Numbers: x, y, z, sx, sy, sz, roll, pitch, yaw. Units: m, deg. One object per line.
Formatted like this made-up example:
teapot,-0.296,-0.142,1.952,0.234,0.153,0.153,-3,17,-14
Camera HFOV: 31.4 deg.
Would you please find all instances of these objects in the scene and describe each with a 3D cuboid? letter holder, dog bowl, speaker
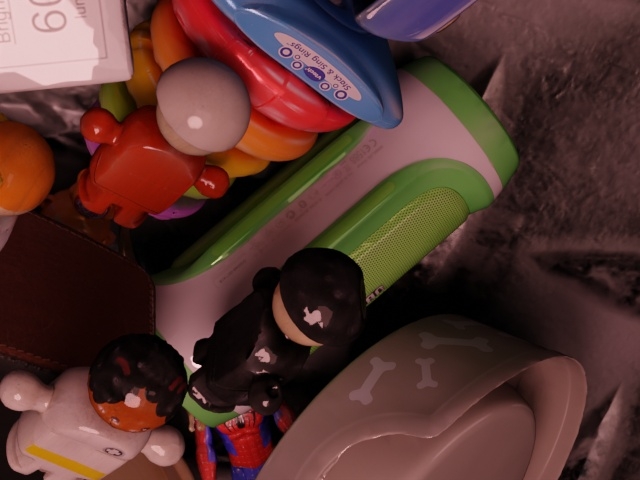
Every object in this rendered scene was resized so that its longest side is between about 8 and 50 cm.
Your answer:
letter holder,-0.273,0.019,0.738,0.302,0.214,0.152,24,127,-27
dog bowl,0.065,0.211,0.904,0.349,0.102,0.348,-34,143,-30
speaker,0.000,0.000,0.833,0.296,0.131,0.131,-41,118,-1

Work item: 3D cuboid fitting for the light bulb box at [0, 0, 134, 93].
light bulb box,-0.300,-0.259,0.589,0.361,0.225,0.358,-8,114,-8

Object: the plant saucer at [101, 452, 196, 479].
plant saucer,-0.231,0.235,0.908,0.278,0.041,0.278,-5,113,-13

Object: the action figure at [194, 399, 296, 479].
action figure,-0.045,0.219,0.960,0.091,0.139,0.280,-17,117,-3

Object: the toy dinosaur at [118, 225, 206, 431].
toy dinosaur,-0.148,0.072,0.909,0.093,0.053,0.183,-22,96,0

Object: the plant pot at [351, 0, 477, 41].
plant pot,0.054,-0.256,0.644,0.236,0.236,0.212,-37,107,14

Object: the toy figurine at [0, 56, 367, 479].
toy figurine,-0.101,0.015,0.635,0.148,0.209,0.213,-37,79,43

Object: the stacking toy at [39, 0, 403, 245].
stacking toy,-0.102,-0.082,0.795,0.175,0.165,0.302,34,121,-32
